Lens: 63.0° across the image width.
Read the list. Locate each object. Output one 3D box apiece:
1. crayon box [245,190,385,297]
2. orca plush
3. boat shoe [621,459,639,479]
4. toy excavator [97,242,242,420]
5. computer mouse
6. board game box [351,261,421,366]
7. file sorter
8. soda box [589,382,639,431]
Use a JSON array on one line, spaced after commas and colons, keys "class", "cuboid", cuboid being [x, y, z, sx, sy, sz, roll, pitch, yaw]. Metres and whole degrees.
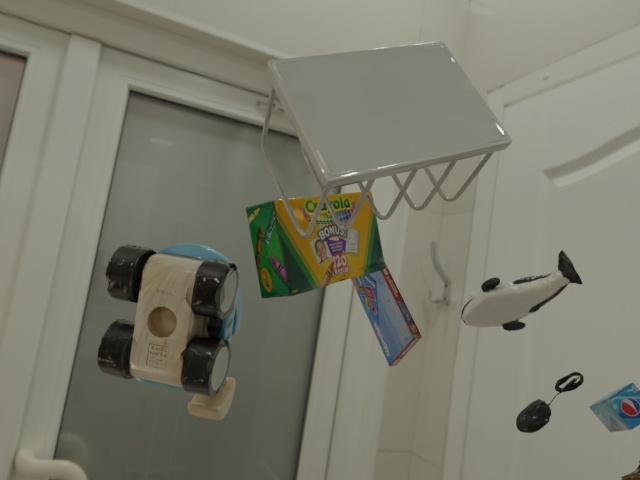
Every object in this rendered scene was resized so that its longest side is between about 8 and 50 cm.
[{"class": "crayon box", "cuboid": [0.000, 0.000, 0.990, 0.081, 0.165, 0.278, -10, 1, 44]}, {"class": "orca plush", "cuboid": [0.475, 0.114, 1.269, 0.151, 0.287, 0.102, 40, 30, -4]}, {"class": "boat shoe", "cuboid": [0.549, 0.373, 0.853, 0.178, 0.060, 0.064, 1, -27, -28]}, {"class": "toy excavator", "cuboid": [-0.260, 0.221, 1.132, 0.222, 0.433, 0.445, 8, 1, 10]}, {"class": "computer mouse", "cuboid": [0.656, 0.460, 1.500, 0.041, 0.242, 0.071, 47, -2, -23]}, {"class": "board game box", "cuboid": [0.158, 0.161, 1.331, 0.027, 0.281, 0.145, -4, -37, -27]}, {"class": "file sorter", "cuboid": [0.074, -0.136, 0.738, 0.277, 0.193, 0.173, -15, -26, -23]}, {"class": "soda box", "cuboid": [0.655, 0.368, 1.140, 0.067, 0.071, 0.210, -35, -27, 3]}]
